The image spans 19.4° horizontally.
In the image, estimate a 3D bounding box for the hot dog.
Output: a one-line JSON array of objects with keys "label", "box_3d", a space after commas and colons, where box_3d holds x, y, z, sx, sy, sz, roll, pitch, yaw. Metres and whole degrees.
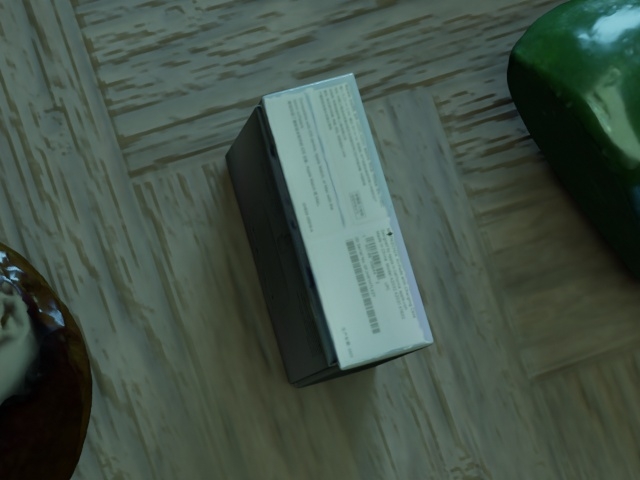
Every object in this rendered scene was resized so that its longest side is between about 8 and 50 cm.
[{"label": "hot dog", "box_3d": [-0.203, 0.103, 0.866, 0.160, 0.099, 0.227, 38, 78, -3]}]

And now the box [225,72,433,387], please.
[{"label": "box", "box_3d": [0.000, 0.000, 0.902, 0.051, 0.129, 0.130, -14, 85, -11]}]

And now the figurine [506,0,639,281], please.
[{"label": "figurine", "box_3d": [0.228, -0.094, 0.960, 0.234, 0.127, 0.185, -35, 90, -15]}]
